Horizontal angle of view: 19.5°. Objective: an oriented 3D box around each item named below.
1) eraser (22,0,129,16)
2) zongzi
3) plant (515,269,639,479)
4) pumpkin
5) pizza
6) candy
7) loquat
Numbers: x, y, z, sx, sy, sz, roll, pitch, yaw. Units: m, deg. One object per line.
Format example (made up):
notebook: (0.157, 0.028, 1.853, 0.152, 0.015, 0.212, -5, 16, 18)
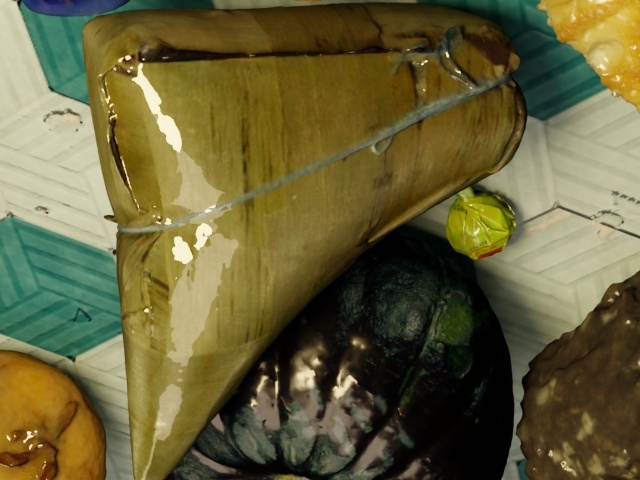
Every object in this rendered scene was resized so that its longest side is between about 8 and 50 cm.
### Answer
eraser: (-0.194, -0.333, 1.379, 0.101, 0.155, 0.332, 2, 132, 10)
zongzi: (0.000, 0.000, 1.505, 0.356, 0.174, 0.393, -6, 99, -14)
plant: (0.341, 0.130, 1.642, 0.213, 0.215, 0.312, 37, 126, -27)
pumpkin: (-0.001, 0.146, 1.696, 0.363, 0.266, 0.363, 10, 136, 9)
pizza: (0.327, -0.130, 1.506, 0.280, 0.075, 0.288, -4, 128, 23)
candy: (0.115, -0.067, 1.633, 0.058, 0.062, 0.194, 25, 146, 59)
loquat: (-0.327, 0.215, 1.883, 0.238, 0.193, 0.238, 25, 142, 21)
